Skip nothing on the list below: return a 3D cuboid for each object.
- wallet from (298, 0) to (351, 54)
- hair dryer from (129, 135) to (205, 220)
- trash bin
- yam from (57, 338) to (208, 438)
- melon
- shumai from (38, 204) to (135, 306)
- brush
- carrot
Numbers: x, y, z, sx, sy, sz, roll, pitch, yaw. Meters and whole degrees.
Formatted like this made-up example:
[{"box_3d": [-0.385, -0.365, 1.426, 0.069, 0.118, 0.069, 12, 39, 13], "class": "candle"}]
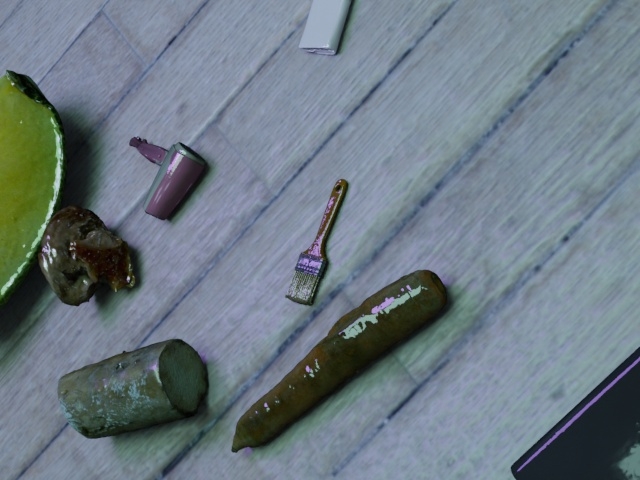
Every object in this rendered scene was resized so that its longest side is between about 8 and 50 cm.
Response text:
[{"box_3d": [0.011, -0.312, 1.635, 0.061, 0.025, 0.122, 10, 79, 34], "class": "wallet"}, {"box_3d": [-0.231, -0.107, 1.717, 0.106, 0.054, 0.154, -54, 43, 11], "class": "hair dryer"}, {"box_3d": [0.324, 0.215, 1.186, 0.225, 0.115, 0.165, -44, 56, 17], "class": "trash bin"}, {"box_3d": [-0.251, 0.197, 1.573, 0.194, 0.107, 0.107, -18, 64, 28], "class": "yam"}, {"box_3d": [-0.508, -0.072, 1.785, 0.343, 0.226, 0.331, -41, 42, -1], "class": "melon"}, {"box_3d": [-0.325, 0.014, 1.686, 0.105, 0.123, 0.139, -27, 46, 10], "class": "shumai"}, {"box_3d": [0.000, 0.000, 1.537, 0.043, 0.014, 0.170, 15, 80, 37], "class": "brush"}, {"box_3d": [0.009, 0.147, 1.445, 0.342, 0.070, 0.070, -40, 56, 18], "class": "carrot"}]
